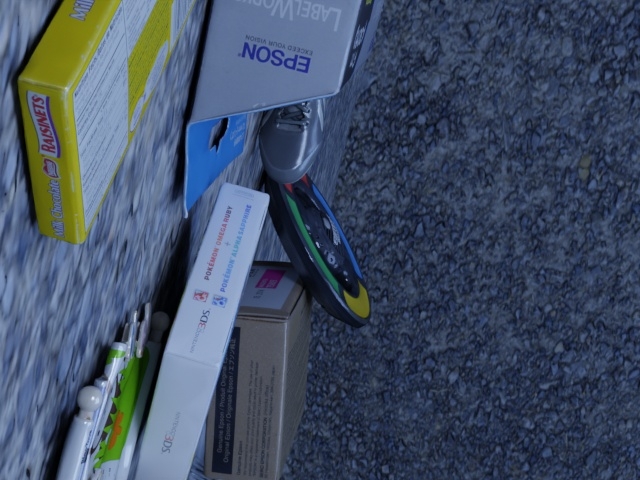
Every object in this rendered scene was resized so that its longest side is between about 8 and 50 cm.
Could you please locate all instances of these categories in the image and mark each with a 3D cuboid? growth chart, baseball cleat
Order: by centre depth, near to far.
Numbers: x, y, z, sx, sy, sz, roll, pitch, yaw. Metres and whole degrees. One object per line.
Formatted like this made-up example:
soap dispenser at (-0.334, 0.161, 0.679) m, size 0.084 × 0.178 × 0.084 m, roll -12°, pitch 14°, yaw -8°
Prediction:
growth chart at (-0.145, 0.134, 0.780) m, size 0.237 × 0.021 × 0.172 m, roll -65°, pitch 170°, yaw -83°
baseball cleat at (-0.028, -0.166, 1.191) m, size 0.109 × 0.072 × 0.206 m, roll 59°, pitch 39°, yaw -66°

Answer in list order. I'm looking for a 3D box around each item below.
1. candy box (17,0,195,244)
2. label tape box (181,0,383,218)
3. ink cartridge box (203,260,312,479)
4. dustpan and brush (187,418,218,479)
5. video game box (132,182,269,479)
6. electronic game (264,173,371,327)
candy box at (-0.093, -0.108, 0.562) m, size 0.105 × 0.027 × 0.206 m, roll 96°, pitch 8°, yaw -52°
label tape box at (-0.006, -0.199, 0.898) m, size 0.249 × 0.115 × 0.348 m, roll -63°, pitch 166°, yaw -73°
ink cartridge box at (-0.067, 0.143, 1.330) m, size 0.235 × 0.088 × 0.193 m, roll -60°, pitch 154°, yaw -76°
dustpan and brush at (-0.132, 0.309, 1.392) m, size 0.211 × 0.060 × 0.147 m, roll 99°, pitch 6°, yaw -56°
video game box at (-0.098, 0.089, 0.930) m, size 0.187 × 0.048 × 0.205 m, roll -80°, pitch -173°, yaw -46°
electronic game at (0.000, 0.000, 1.386) m, size 0.229 × 0.048 × 0.229 m, roll 57°, pitch 14°, yaw -22°
